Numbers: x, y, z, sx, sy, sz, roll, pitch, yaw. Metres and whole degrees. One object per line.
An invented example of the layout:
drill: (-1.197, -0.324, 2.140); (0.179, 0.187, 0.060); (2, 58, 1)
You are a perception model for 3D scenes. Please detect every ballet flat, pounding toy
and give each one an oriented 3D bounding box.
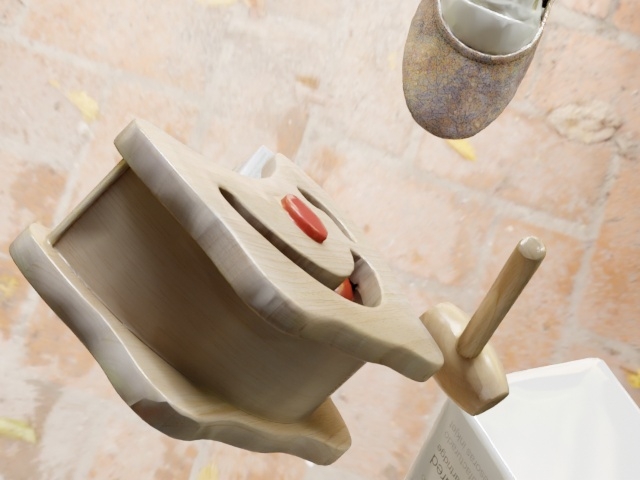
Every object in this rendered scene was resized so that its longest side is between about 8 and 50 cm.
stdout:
ballet flat: (0.154, -0.228, 0.932); (0.108, 0.106, 0.316); (24, 67, 2)
pounding toy: (0.000, 0.000, 0.542); (0.155, 0.269, 0.154); (-44, 59, 12)

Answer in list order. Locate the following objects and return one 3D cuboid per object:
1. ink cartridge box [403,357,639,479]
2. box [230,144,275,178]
ink cartridge box: (0.171, 0.333, 0.946); (0.161, 0.384, 0.279); (-8, 46, -29)
box: (-0.058, -0.007, 1.016); (0.102, 0.087, 0.101); (43, 57, -12)
